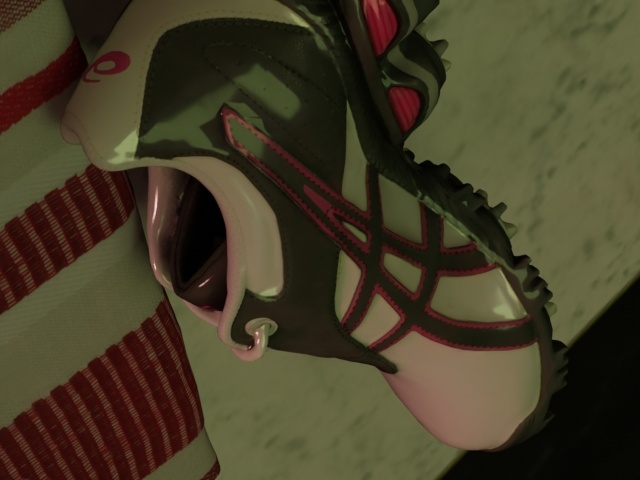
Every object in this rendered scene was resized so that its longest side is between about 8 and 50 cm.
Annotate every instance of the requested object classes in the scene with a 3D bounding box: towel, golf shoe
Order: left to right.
[{"bbox_3d":[-0.156,0.049,0.608,0.237,0.037,0.329,-37,143,-19],"label":"towel"},{"bbox_3d":[0.000,0.000,0.666,0.120,0.105,0.273,-43,134,-15],"label":"golf shoe"}]
